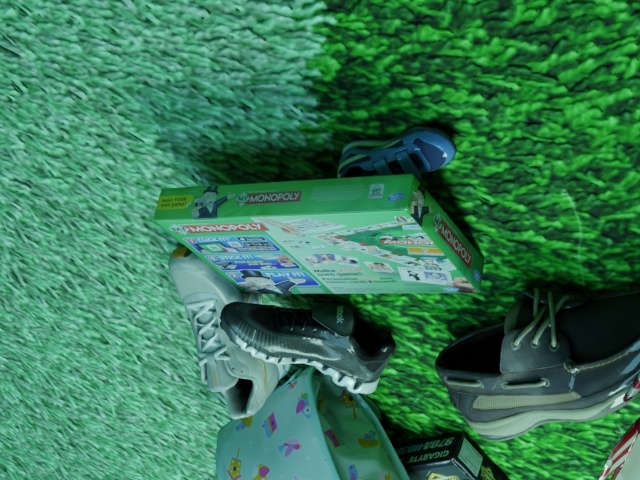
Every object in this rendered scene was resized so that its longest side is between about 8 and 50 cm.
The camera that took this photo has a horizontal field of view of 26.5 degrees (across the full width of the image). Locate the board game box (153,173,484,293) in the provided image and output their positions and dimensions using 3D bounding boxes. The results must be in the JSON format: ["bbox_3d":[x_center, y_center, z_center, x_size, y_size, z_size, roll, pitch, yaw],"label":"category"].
[{"bbox_3d":[0.000,0.000,1.541,0.317,0.046,0.213,-1,153,29],"label":"board game box"}]

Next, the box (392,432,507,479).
[{"bbox_3d":[0.158,0.354,1.896,0.220,0.051,0.175,-18,123,41],"label":"box"}]

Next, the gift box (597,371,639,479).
[{"bbox_3d":[0.448,0.213,1.361,0.258,0.255,0.276,47,134,31],"label":"gift box"}]

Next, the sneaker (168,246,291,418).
[{"bbox_3d":[-0.123,0.122,1.734,0.099,0.121,0.262,-6,131,32],"label":"sneaker"}]

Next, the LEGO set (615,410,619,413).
[{"bbox_3d":[0.344,0.179,1.635,0.054,0.023,0.083,22,154,8],"label":"LEGO set"}]

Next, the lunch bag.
[{"bbox_3d":[-0.011,0.318,1.838,0.223,0.160,0.262,-37,75,39],"label":"lunch bag"}]

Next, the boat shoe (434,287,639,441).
[{"bbox_3d":[0.258,0.128,1.534,0.130,0.132,0.355,39,138,-16],"label":"boat shoe"}]

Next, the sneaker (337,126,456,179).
[{"bbox_3d":[0.079,-0.081,1.453,0.144,0.059,0.053,-12,126,35],"label":"sneaker"}]

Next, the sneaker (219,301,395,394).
[{"bbox_3d":[-0.008,0.111,1.686,0.234,0.078,0.106,23,127,-20],"label":"sneaker"}]
